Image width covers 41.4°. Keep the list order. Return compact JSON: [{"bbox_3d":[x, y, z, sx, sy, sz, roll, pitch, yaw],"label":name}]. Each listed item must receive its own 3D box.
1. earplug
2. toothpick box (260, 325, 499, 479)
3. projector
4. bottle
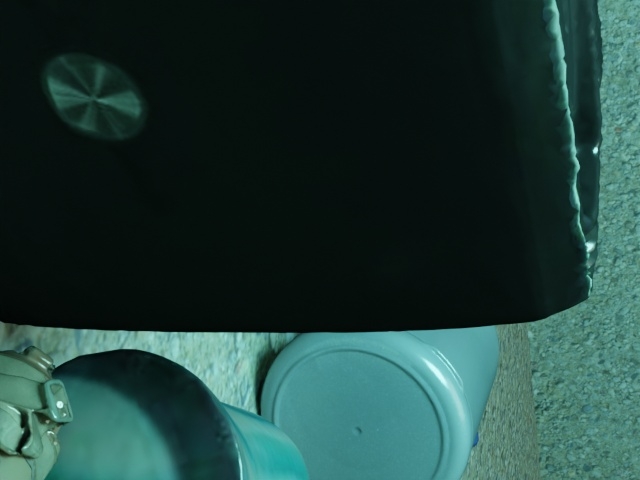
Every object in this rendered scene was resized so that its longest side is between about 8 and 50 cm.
[{"bbox_3d":[-0.091,0.199,0.682,0.324,0.185,0.184,41,49,-68],"label":"earplug"},{"bbox_3d":[0.104,0.172,1.055,0.355,0.263,0.262,-36,120,-66],"label":"toothpick box"},{"bbox_3d":[-0.070,-0.149,0.444,0.395,0.405,0.242,67,29,-41],"label":"projector"},{"bbox_3d":[-0.204,0.123,0.495,0.152,0.099,0.098,-68,147,-49],"label":"bottle"}]
